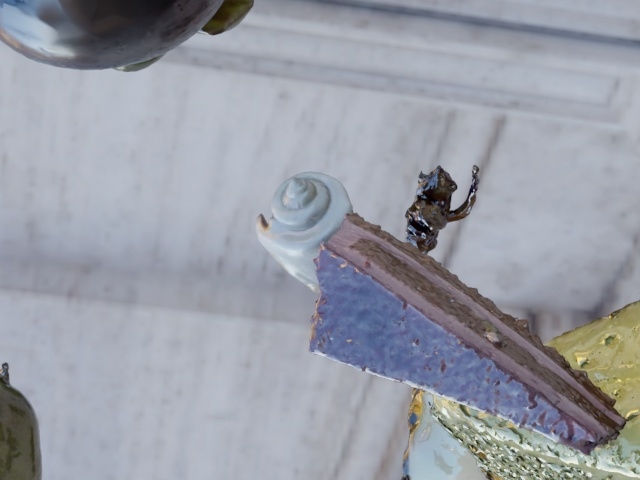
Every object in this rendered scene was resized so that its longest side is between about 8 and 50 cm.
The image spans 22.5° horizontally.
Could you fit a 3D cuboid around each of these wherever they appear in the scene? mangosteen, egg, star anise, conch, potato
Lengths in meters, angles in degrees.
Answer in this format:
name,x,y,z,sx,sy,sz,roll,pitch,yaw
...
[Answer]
name,x,y,z,sx,sy,sz,roll,pitch,yaw
mangosteen,-0.214,-0.310,1.629,0.330,0.330,0.330,-173,90,-82
egg,0.229,0.254,2.051,0.264,0.174,0.286,18,-105,-58
star anise,0.137,-0.045,1.806,0.191,0.070,0.097,113,-177,-69
conch,-0.007,-0.007,1.781,0.094,0.104,0.176,45,167,30
potato,-0.386,0.244,1.734,0.251,0.174,0.159,-63,-5,10

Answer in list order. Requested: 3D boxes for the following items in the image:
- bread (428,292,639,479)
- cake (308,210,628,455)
name,x,y,z,sx,sy,sz,roll,pitch,yaw
bread,0.299,0.139,1.538,0.315,0.248,0.279,23,78,43
cake,0.113,0.098,1.348,0.116,0.295,0.113,-27,-37,-64
